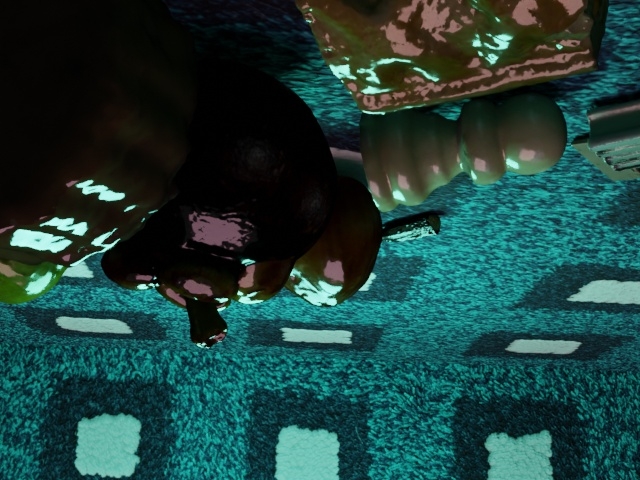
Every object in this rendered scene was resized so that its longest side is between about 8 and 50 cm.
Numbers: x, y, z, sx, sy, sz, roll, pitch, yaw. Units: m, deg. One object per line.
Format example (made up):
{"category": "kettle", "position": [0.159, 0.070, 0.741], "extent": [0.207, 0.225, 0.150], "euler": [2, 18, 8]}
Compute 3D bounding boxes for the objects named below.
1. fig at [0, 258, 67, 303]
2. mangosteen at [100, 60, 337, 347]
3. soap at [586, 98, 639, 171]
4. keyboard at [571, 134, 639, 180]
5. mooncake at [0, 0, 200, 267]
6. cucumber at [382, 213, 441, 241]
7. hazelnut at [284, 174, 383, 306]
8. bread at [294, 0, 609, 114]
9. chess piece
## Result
{"category": "fig", "position": [-0.487, -0.039, 1.449], "extent": [0.233, 0.233, 0.314], "euler": [2, 158, 1]}
{"category": "mangosteen", "position": [-0.141, -0.064, 1.171], "extent": [0.313, 0.297, 0.297], "euler": [-40, 164, -8]}
{"category": "soap", "position": [0.453, -0.147, 1.229], "extent": [0.198, 0.063, 0.114], "euler": [-9, 161, 34]}
{"category": "keyboard", "position": [0.422, -0.121, 1.403], "extent": [0.055, 0.017, 0.166], "euler": [-5, 162, 37]}
{"category": "mooncake", "position": [-0.282, -0.133, 0.958], "extent": [0.324, 0.324, 0.187], "euler": [-5, 166, 22]}
{"category": "cucumber", "position": [0.146, -0.018, 1.749], "extent": [0.163, 0.043, 0.039], "euler": [-10, -158, 43]}
{"category": "hazelnut", "position": [0.000, 0.000, 1.536], "extent": [0.217, 0.217, 0.251], "euler": [9, 163, -20]}
{"category": "bread", "position": [0.112, -0.224, 0.821], "extent": [0.252, 0.238, 0.196], "euler": [-8, 120, 20]}
{"category": "chess piece", "position": [0.189, -0.123, 1.242], "extent": [0.251, 0.144, 0.144], "euler": [-8, 161, 17]}
